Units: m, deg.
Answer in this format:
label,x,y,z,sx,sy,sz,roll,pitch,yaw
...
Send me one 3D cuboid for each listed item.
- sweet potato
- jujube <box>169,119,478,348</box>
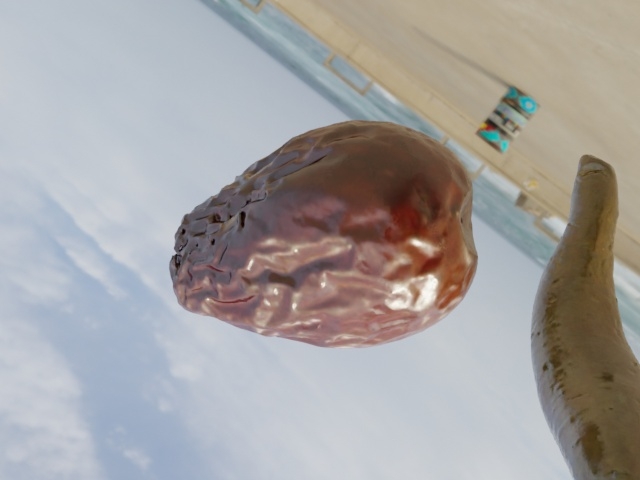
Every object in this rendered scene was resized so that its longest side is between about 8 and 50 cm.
label,x,y,z,sx,sy,sz,roll,pitch,yaw
sweet potato,0.207,0.076,0.545,0.079,0.108,0.346,17,-133,-4
jujube,0.000,0.000,0.548,0.168,0.237,0.168,-10,-90,-71
